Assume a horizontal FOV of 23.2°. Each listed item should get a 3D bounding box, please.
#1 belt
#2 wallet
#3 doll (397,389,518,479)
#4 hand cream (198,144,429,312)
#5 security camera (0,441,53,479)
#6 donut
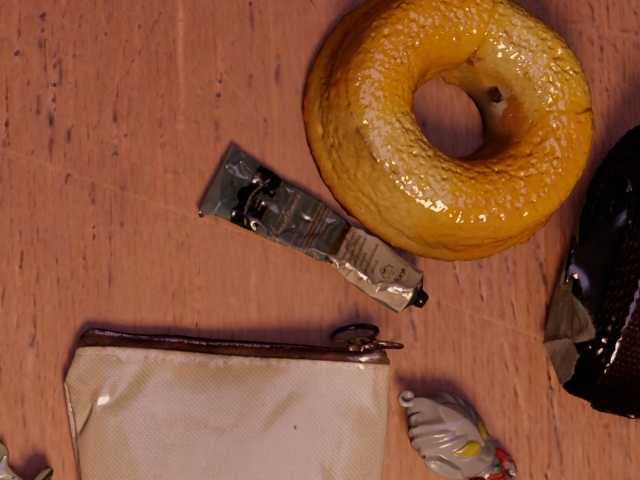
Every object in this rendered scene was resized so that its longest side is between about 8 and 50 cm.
[{"bbox_3d":[0.316,0.030,1.555,0.164,0.184,0.289,19,82,-17],"label":"belt"},{"bbox_3d":[-0.085,0.211,1.530,0.335,0.068,0.275,2,81,-4],"label":"wallet"},{"bbox_3d":[0.145,0.213,1.570,0.180,0.079,0.094,47,51,-11],"label":"doll"},{"bbox_3d":[0.000,0.001,1.573,0.247,0.052,0.075,29,56,-1],"label":"hand cream"},{"bbox_3d":[-0.309,0.218,1.496,0.092,0.058,0.058,32,80,6],"label":"security camera"},{"bbox_3d":[0.138,-0.127,1.573,0.302,0.110,0.303,1,85,-12],"label":"donut"}]
